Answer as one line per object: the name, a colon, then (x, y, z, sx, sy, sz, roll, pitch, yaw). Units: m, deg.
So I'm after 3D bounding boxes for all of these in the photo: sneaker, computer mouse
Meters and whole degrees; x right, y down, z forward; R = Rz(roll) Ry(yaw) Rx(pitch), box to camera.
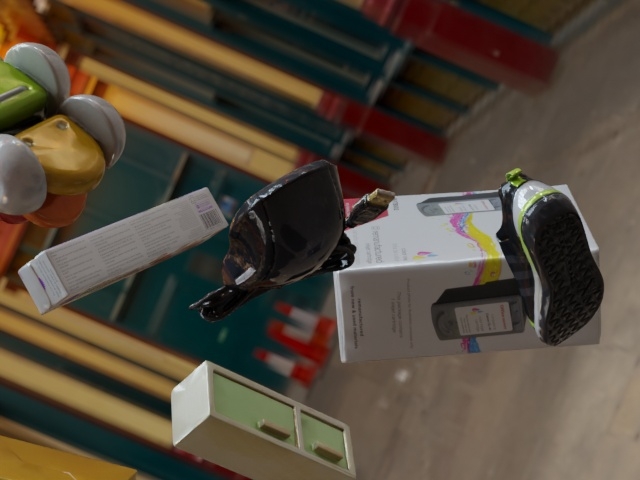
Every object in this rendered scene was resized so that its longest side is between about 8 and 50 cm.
sneaker: (0.237, 0.012, 1.599, 0.084, 0.097, 0.234, -30, -43, -14)
computer mouse: (0.000, 0.000, 1.255, 0.184, 0.060, 0.262, -26, -14, -24)

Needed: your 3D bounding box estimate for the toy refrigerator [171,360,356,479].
toy refrigerator: (-0.078, 0.277, 2.168, 0.094, 0.269, 0.102, -42, 36, 29)

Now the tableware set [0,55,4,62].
tableware set: (-0.344, -0.126, 1.519, 0.020, 0.169, 0.141, -40, -55, -39)

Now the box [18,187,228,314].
box: (-0.246, 0.008, 1.940, 0.063, 0.067, 0.324, -33, -3, 38)

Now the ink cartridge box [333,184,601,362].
ink cartridge box: (0.168, 0.035, 1.829, 0.226, 0.306, 0.131, -94, -2, -67)

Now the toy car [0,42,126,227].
toy car: (-0.284, -0.086, 1.402, 0.159, 0.182, 0.136, -35, -17, -45)

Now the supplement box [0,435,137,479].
supplement box: (-0.341, 0.359, 1.794, 0.129, 0.191, 0.194, -33, -46, -75)
